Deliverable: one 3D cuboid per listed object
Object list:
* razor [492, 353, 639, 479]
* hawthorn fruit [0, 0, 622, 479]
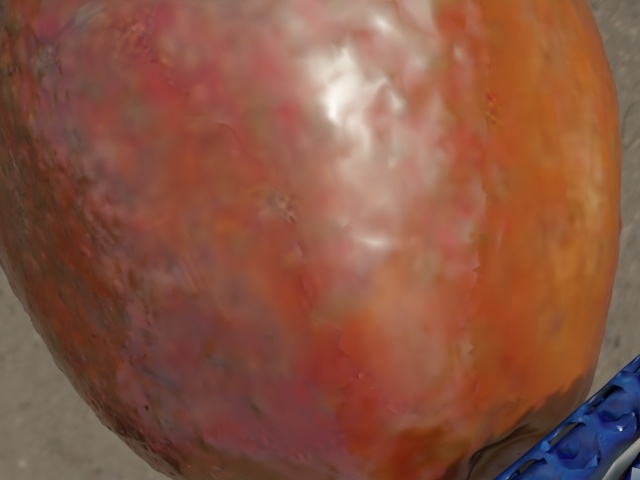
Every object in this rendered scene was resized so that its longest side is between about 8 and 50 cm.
[{"bbox_3d":[0.109,-0.004,0.369,0.324,0.093,0.056,-47,120,-3],"label":"razor"},{"bbox_3d":[0.000,0.000,0.581,0.210,0.210,0.262,-20,82,22],"label":"hawthorn fruit"}]
